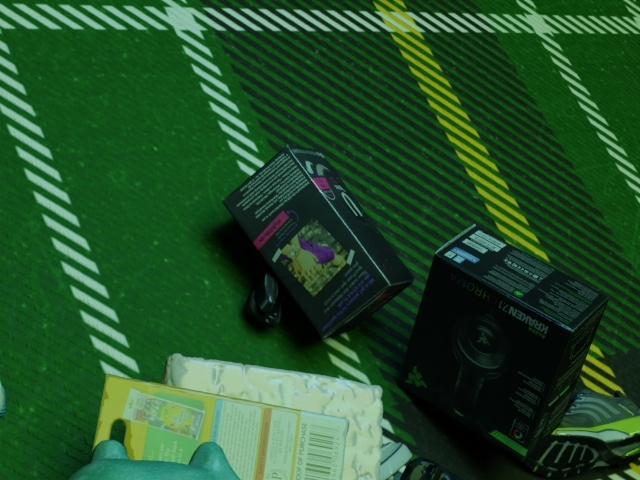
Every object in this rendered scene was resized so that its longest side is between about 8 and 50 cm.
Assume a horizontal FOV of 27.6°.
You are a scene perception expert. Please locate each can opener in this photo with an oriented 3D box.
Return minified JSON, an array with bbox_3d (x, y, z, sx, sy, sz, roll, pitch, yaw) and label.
[{"bbox_3d":[-0.080,0.063,2.036,0.059,0.073,0.186,31,31,-21],"label":"can opener"}]

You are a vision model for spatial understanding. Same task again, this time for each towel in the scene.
[{"bbox_3d":[-0.070,0.331,1.737,0.317,0.053,0.332,9,65,-15],"label":"towel"}]

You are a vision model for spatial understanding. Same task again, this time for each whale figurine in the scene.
[{"bbox_3d":[-0.172,0.298,1.430,0.272,0.141,0.216,-21,68,-46],"label":"whale figurine"}]

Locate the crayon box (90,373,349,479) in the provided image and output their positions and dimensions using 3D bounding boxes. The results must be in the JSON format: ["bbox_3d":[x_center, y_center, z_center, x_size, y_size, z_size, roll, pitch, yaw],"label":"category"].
[{"bbox_3d":[-0.136,0.302,1.652,0.322,0.083,0.203,13,66,-14],"label":"crayon box"}]

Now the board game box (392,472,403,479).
[{"bbox_3d":[0.163,0.415,1.942,0.168,0.033,0.133,11,46,-35],"label":"board game box"}]

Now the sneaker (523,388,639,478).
[{"bbox_3d":[0.431,0.315,2.175,0.300,0.111,0.121,2,39,-36],"label":"sneaker"}]

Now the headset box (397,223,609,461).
[{"bbox_3d":[0.273,0.164,2.012,0.246,0.283,0.131,31,38,24],"label":"headset box"}]

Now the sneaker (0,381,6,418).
[{"bbox_3d":[-0.498,0.160,1.649,0.228,0.087,0.092,37,50,6],"label":"sneaker"}]

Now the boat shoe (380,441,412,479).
[{"bbox_3d":[0.021,0.339,1.862,0.267,0.096,0.088,-26,78,-36],"label":"boat shoe"}]

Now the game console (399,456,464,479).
[{"bbox_3d":[0.099,0.464,1.686,0.213,0.044,0.361,34,72,-19],"label":"game console"}]

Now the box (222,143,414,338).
[{"bbox_3d":[0.000,0.000,2.030,0.270,0.143,0.165,54,15,9],"label":"box"}]
